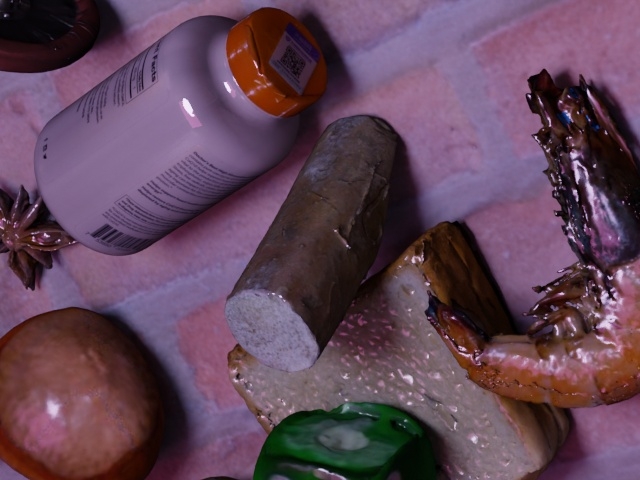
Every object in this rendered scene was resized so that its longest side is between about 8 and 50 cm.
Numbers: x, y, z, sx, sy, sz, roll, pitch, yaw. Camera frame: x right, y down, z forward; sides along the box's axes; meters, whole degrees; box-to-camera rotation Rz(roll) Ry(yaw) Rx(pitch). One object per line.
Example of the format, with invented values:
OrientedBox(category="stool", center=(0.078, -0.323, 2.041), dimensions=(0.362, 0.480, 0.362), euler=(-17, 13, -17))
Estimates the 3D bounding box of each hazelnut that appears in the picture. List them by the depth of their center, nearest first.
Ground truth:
OrientedBox(category="hazelnut", center=(-0.257, 0.175, 1.967), dimensions=(0.214, 0.176, 0.214), euler=(44, 151, 32))

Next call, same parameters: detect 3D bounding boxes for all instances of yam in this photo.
OrientedBox(category="yam", center=(0.000, 0.000, 1.691), dimensions=(0.106, 0.259, 0.106), euler=(15, 135, 16))

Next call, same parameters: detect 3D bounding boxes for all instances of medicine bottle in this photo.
OrientedBox(category="medicine bottle", center=(-0.125, -0.108, 1.776), dimensions=(0.289, 0.157, 0.157), euler=(-30, 89, 38))

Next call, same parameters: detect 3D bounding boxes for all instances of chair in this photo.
OrientedBox(category="chair", center=(-0.262, -0.317, 1.751), dimensions=(0.226, 0.226, 0.401), euler=(40, 126, 16))

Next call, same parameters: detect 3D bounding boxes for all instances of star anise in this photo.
OrientedBox(category="star anise", center=(-0.319, -0.020, 2.002), dimensions=(0.129, 0.056, 0.124), euler=(44, 125, -6))

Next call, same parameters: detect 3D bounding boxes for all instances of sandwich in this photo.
OrientedBox(category="sandwich", center=(0.075, 0.149, 1.778), dimensions=(0.273, 0.095, 0.249), euler=(-31, 92, 37))

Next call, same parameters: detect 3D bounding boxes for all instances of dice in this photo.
OrientedBox(category="dice", center=(0.023, 0.222, 1.704), dimensions=(0.131, 0.128, 0.120), euler=(8, 117, 28))

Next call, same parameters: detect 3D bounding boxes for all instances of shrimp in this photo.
OrientedBox(category="shrimp", center=(0.187, 0.006, 1.627), dimensions=(0.222, 0.054, 0.290), euler=(-16, 93, 11))

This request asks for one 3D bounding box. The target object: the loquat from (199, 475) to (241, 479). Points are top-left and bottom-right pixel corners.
OrientedBox(category="loquat", center=(-0.098, 0.308, 1.919), dimensions=(0.195, 0.152, 0.152), euler=(34, 127, 49))
